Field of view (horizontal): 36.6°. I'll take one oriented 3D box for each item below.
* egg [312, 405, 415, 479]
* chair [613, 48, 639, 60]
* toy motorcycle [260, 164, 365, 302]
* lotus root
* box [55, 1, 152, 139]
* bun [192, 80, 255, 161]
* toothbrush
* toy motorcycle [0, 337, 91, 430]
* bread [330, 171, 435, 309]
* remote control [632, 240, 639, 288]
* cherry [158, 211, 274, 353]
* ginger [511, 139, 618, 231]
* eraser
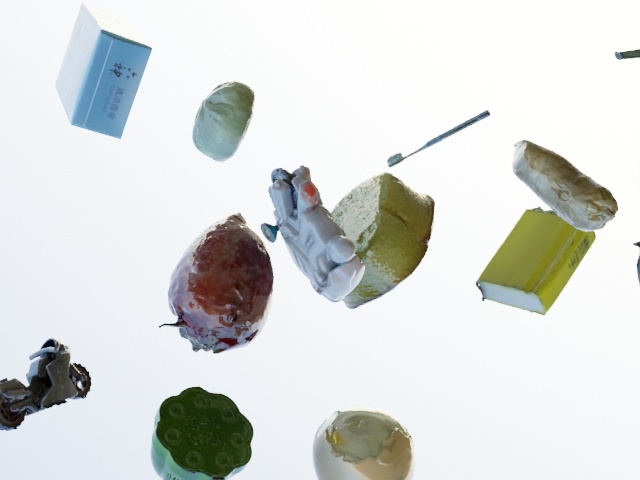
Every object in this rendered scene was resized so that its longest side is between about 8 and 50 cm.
[{"bbox_3d":[0.088,0.440,1.903,0.201,0.201,0.244,-82,-17,-57],"label":"egg"},{"bbox_3d":[0.579,-0.332,1.418,0.275,0.203,0.190,-1,-99,-19],"label":"chair"},{"bbox_3d":[0.000,0.000,1.578,0.171,0.110,0.260,19,137,53],"label":"toy motorcycle"},{"bbox_3d":[-0.226,0.375,1.681,0.186,0.186,0.186,30,-150,-20],"label":"lotus root"},{"bbox_3d":[-0.329,-0.257,1.444,0.083,0.142,0.232,16,-164,-28],"label":"box"},{"bbox_3d":[-0.231,-0.286,2.263,0.118,0.195,0.195,25,-148,-15],"label":"bun"},{"bbox_3d":[0.224,-0.195,1.850,0.016,0.219,0.019,37,-149,-57],"label":"toothbrush"},{"bbox_3d":[-0.483,0.240,1.656,0.215,0.080,0.122,-21,-91,-55],"label":"toy motorcycle"},{"bbox_3d":[0.101,-0.001,1.855,0.148,0.270,0.270,37,-152,-24],"label":"bread"},{"bbox_3d":[0.638,0.178,1.626,0.062,0.145,0.398,-48,-59,-73],"label":"remote control"},{"bbox_3d":[-0.164,0.067,1.619,0.192,0.175,0.249,50,-133,-57],"label":"cherry"},{"bbox_3d":[0.335,-0.075,1.337,0.190,0.069,0.095,46,178,37],"label":"ginger"},{"bbox_3d":[0.436,0.038,1.949,0.226,0.158,0.069,-52,-51,-24],"label":"eraser"}]
